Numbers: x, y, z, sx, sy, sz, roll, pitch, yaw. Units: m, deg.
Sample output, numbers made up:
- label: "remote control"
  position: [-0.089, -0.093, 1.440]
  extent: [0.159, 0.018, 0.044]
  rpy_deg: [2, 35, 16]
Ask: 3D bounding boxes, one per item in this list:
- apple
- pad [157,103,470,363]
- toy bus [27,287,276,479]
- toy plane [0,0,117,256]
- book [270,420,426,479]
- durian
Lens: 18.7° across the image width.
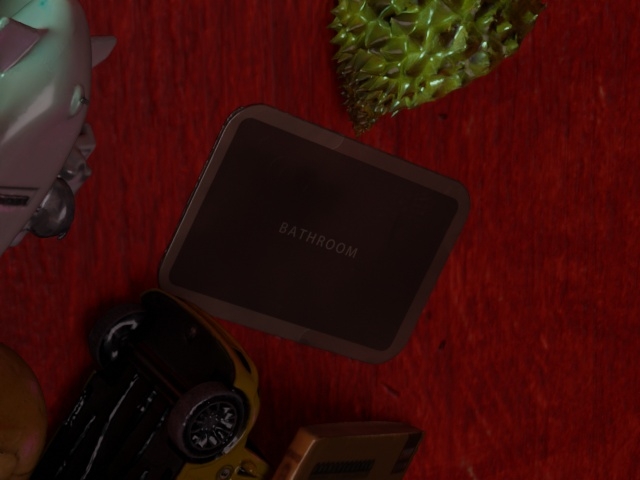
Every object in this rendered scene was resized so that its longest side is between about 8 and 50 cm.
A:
- label: "apple"
  position: [-0.272, 0.131, 1.385]
  extent: [0.146, 0.146, 0.146]
  rpy_deg: [-14, 118, -27]
- label: "pad"
  position: [0.000, 0.000, 1.582]
  extent: [0.266, 0.002, 0.176]
  rpy_deg: [19, 100, -37]
- label: "toy bus"
  position: [-0.148, 0.208, 1.498]
  extent: [0.151, 0.145, 0.331]
  rpy_deg: [25, 100, -46]
- label: "toy plane"
  position: [-0.234, -0.065, 1.320]
  extent: [0.252, 0.118, 0.252]
  rpy_deg: [-37, 154, -22]
- label: "book"
  position: [-0.052, 0.320, 1.603]
  extent: [0.389, 0.032, 0.269]
  rpy_deg: [-62, 159, 7]
- label: "durian"
  position: [0.092, -0.180, 1.507]
  extent: [0.182, 0.165, 0.132]
  rpy_deg: [-14, 163, -2]
